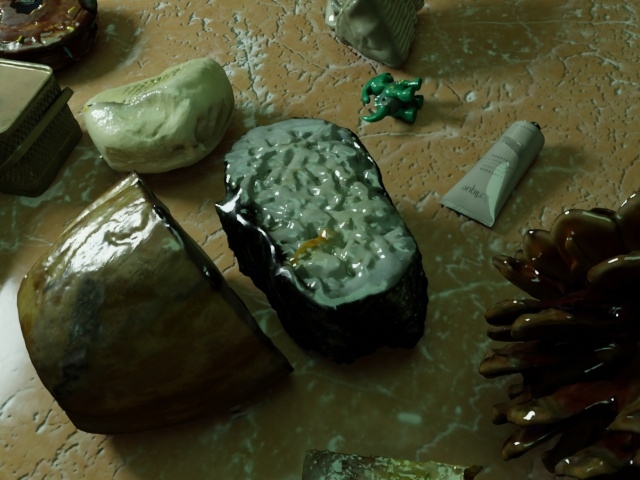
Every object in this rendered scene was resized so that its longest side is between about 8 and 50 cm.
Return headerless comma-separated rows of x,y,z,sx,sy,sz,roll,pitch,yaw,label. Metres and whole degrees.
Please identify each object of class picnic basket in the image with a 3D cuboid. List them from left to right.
-0.522,-0.184,1.220,0.267,0.139,0.165,10,54,15,picnic basket

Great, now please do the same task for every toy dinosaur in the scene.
0.105,-0.222,1.230,0.096,0.059,0.132,11,45,26,toy dinosaur

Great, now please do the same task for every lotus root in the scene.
-0.218,0.066,0.896,0.250,0.316,0.316,-29,53,-6,lotus root

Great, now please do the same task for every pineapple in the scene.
0.053,0.289,0.787,0.237,0.114,0.186,-29,54,-12,pineapple

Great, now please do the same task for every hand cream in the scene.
0.255,-0.102,1.115,0.087,0.054,0.186,29,67,31,hand cream

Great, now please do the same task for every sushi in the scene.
0.000,0.000,0.988,0.211,0.170,0.350,-25,53,-15,sushi

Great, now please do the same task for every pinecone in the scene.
0.331,0.152,0.726,0.385,0.384,0.384,-4,51,4,pinecone

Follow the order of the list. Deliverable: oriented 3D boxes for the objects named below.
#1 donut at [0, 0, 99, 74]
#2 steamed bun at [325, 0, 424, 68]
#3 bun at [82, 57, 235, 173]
-0.499,-0.383,1.406,0.216,0.096,0.230,-26,53,-17,donut
0.076,-0.405,1.295,0.144,0.218,0.211,-2,53,34,steamed bun
-0.236,-0.180,1.187,0.230,0.145,0.229,-20,19,7,bun
